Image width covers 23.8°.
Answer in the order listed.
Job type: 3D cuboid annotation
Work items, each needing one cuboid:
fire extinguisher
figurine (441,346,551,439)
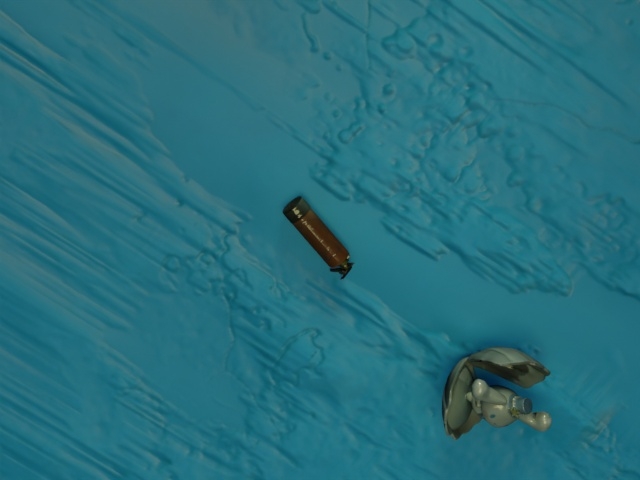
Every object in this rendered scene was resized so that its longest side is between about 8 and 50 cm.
[{"bbox_3d":[0.000,0.000,1.295,0.028,0.022,0.083,-21,117,45],"label":"fire extinguisher"},{"bbox_3d":[0.153,0.133,1.321,0.086,0.094,0.082,1,72,26],"label":"figurine"}]
